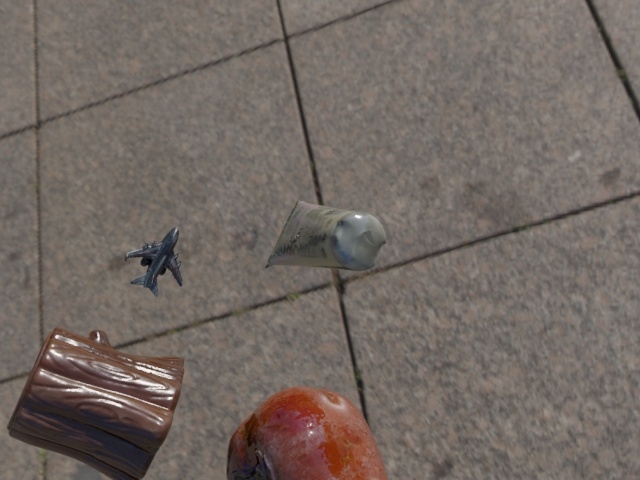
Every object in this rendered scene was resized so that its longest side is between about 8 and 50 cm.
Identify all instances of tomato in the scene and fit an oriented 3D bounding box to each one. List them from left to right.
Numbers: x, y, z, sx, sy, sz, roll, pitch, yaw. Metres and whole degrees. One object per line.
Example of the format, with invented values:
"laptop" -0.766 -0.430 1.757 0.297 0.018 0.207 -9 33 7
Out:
"tomato" -0.015 0.313 1.151 0.232 0.188 0.232 6 98 52

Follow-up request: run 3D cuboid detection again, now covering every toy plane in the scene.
"toy plane" -0.190 0.021 1.023 0.031 0.078 0.083 4 67 57

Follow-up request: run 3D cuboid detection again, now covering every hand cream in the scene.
"hand cream" 0.000 0.000 0.635 0.143 0.039 0.061 8 73 65

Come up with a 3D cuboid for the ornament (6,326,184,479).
"ornament" -0.348 0.247 1.352 0.217 0.235 0.221 24 70 -14
